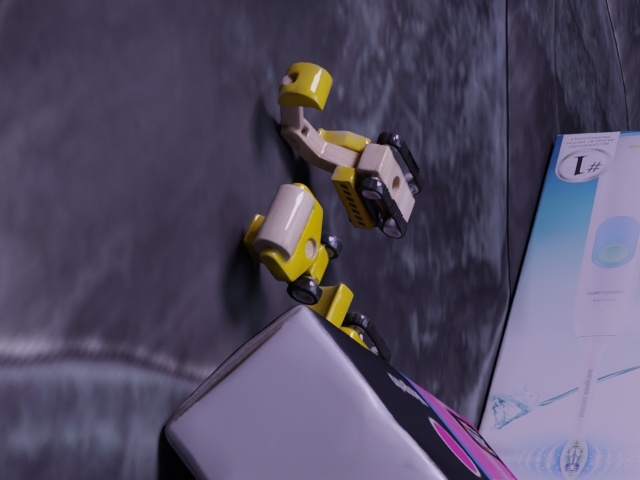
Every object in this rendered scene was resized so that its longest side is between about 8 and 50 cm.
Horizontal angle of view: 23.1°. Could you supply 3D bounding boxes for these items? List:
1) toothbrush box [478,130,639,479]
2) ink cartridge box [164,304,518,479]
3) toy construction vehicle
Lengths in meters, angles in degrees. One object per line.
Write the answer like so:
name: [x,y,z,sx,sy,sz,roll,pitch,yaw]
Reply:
toothbrush box: [0.215,0.069,0.833,0.295,0.216,0.126,-66,147,-47]
ink cartridge box: [0.109,0.184,0.434,0.371,0.069,0.176,52,5,26]
toy construction vehicle: [0.000,0.000,0.528,0.098,0.035,0.086,55,49,-52]
